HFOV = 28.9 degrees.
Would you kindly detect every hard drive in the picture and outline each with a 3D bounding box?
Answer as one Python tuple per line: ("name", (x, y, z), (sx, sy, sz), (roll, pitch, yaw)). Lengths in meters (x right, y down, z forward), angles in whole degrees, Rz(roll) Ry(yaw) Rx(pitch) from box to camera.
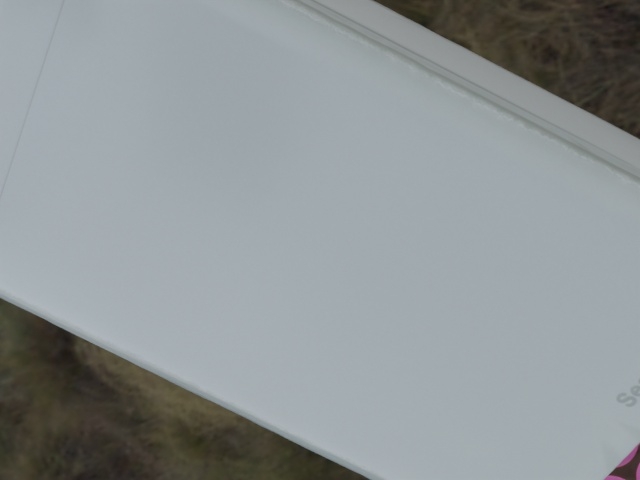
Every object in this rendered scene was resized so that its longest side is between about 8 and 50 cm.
("hard drive", (0.000, 0.000, 0.507), (0.307, 0.040, 0.203), (27, 129, -4))

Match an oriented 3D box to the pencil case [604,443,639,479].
("pencil case", (0.297, 0.198, 1.117), (0.209, 0.095, 0.098), (-31, 109, 13))
